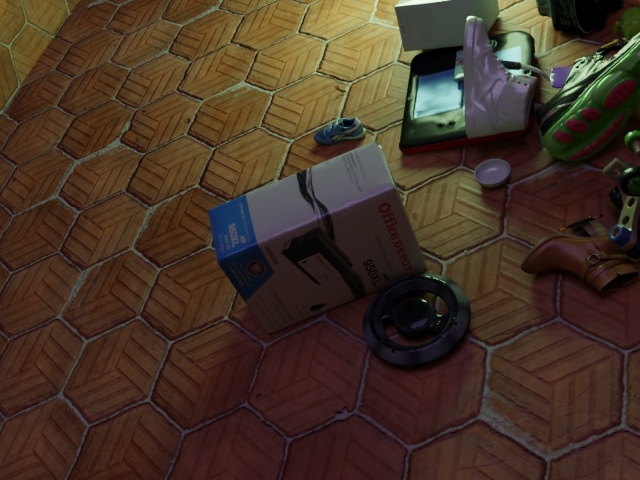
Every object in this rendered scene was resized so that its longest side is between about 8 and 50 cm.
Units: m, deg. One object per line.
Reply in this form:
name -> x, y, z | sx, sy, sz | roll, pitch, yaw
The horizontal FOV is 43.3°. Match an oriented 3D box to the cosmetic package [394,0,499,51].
cosmetic package -> 0.355, -0.635, 2.227 | 0.224, 0.138, 0.224 | 0, 35, 29

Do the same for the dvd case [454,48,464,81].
dvd case -> 0.394, -0.464, 2.103 | 0.087, 0.013, 0.119 | -8, 46, 25

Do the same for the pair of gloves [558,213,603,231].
pair of gloves -> 0.540, -0.038, 1.672 | 0.074, 0.083, 0.010 | -24, 82, 40

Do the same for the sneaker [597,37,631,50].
sneaker -> 0.701, -0.430, 1.969 | 0.185, 0.069, 0.084 | -40, 37, -21

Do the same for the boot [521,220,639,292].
boot -> 0.516, 0.051, 1.607 | 0.197, 0.073, 0.152 | -27, 48, 4

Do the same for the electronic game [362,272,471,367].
electronic game -> 0.197, 0.162, 1.670 | 0.229, 0.048, 0.229 | -13, 47, 15

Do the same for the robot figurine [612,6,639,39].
robot figurine -> 0.785, -0.538, 2.012 | 0.101, 0.067, 0.115 | 6, 40, 9

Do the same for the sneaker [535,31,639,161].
sneaker -> 0.673, -0.390, 1.790 | 0.483, 0.185, 0.202 | -38, 39, 13

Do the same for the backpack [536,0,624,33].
backpack -> 0.666, -0.696, 2.088 | 0.191, 0.253, 0.225 | 29, 67, 41

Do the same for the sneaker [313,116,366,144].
sneaker -> 0.047, -0.297, 2.155 | 0.144, 0.059, 0.053 | -10, 49, 18

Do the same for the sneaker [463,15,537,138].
sneaker -> 0.424, -0.391, 1.897 | 0.169, 0.108, 0.292 | -3, 86, 21

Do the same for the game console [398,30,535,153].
game console -> 0.381, -0.388, 2.081 | 0.342, 0.060, 0.386 | -5, 48, 21

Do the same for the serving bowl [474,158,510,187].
serving bowl -> 0.402, -0.152, 1.876 | 0.083, 0.027, 0.083 | -14, 46, 15

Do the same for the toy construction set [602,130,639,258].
toy construction set -> 0.704, -0.109, 1.583 | 0.309, 0.257, 0.237 | 7, 33, 1

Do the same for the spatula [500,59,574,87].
spatula -> 0.512, -0.418, 1.979 | 0.296, 0.030, 0.084 | 10, 51, 3

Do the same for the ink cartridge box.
ink cartridge box -> 0.000, 0.000, 1.742 | 0.395, 0.285, 0.166 | -23, 46, 6
